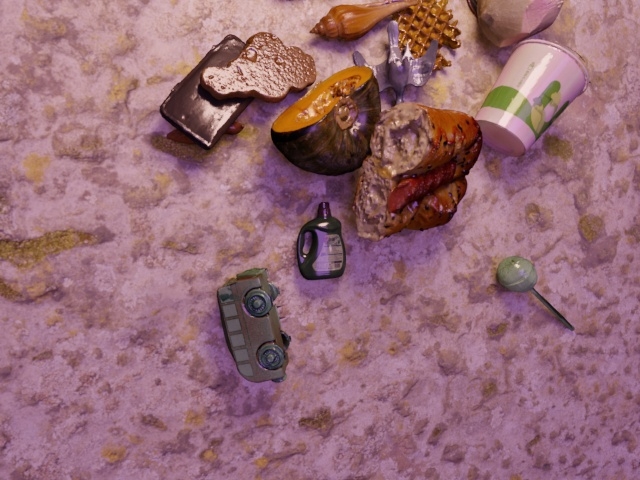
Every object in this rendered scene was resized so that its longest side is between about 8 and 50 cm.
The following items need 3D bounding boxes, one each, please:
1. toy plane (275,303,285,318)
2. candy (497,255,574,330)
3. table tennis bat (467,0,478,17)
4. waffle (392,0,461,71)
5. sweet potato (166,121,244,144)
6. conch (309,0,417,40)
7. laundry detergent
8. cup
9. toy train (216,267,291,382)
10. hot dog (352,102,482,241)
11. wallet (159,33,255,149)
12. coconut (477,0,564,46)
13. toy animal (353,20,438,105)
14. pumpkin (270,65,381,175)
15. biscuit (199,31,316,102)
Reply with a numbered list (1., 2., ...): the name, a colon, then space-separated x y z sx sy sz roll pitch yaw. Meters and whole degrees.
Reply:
1. toy plane: -0.142 0.223 1.168 0.078 0.024 0.084 16 90 2
2. candy: 0.766 0.203 1.390 0.440 0.119 0.119 39 84 -22
3. table tennis bat: 0.597 -0.821 1.295 0.301 0.022 0.173 -31 103 -10
4. waffle: 0.316 -0.625 1.216 0.232 0.051 0.228 -17 99 -13
5. sweet potato: -0.303 -0.285 1.067 0.202 0.055 0.058 -14 102 -14
6. conch: 0.123 -0.624 1.137 0.331 0.109 0.093 -16 118 -14
7. laundry detergent: 0.000 0.000 1.163 0.145 0.078 0.221 -6 97 -12
8. cup: 0.618 -0.420 1.230 0.253 0.253 0.274 36 92 -15
9. toy train: -0.175 0.238 1.094 0.160 0.129 0.326 -12 99 8
10. hot dog: 0.298 -0.183 1.119 0.366 0.196 0.367 -13 129 -43
11. wallet: -0.264 -0.391 1.047 0.165 0.042 0.309 37 71 -11
12. coconut: 0.578 -0.699 1.181 0.231 0.227 0.227 -28 101 -15
13. toy animal: 0.216 -0.494 1.168 0.239 0.176 0.255 -2 79 4
14. pumpkin: 0.029 -0.299 1.102 0.325 0.242 0.232 -39 133 -14
15. biscuit: -0.160 -0.445 1.054 0.320 0.047 0.183 -33 93 -26
